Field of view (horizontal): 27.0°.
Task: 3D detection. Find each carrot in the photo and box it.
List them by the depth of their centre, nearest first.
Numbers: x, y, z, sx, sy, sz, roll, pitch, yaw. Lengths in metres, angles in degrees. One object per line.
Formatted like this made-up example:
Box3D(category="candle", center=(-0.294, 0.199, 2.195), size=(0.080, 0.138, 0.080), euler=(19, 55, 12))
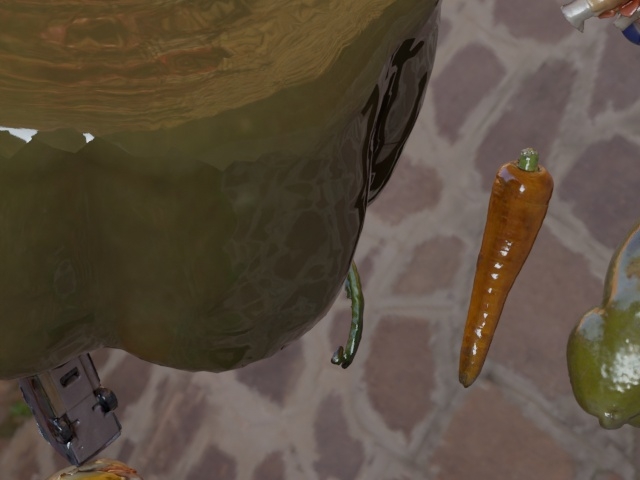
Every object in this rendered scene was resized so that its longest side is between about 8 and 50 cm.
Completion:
Box3D(category="carrot", center=(0.185, 0.029, 1.364), size=(0.061, 0.061, 0.256), euler=(33, 112, 60))

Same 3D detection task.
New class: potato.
Box3D(category="potato", center=(0.434, 0.083, 1.621), size=(0.202, 0.218, 0.351), euler=(26, 76, 46))

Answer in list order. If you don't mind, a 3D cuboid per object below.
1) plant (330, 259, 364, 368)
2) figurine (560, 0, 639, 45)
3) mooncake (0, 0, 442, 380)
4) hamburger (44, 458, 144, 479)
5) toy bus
Box3D(category="plant", center=(0.026, 0.009, 1.988), size=(0.333, 0.180, 0.251), euler=(39, 106, 35))
Box3D(category="figurine", center=(0.277, -0.202, 1.098), size=(0.102, 0.195, 0.111), euler=(-31, 69, 31))
Box3D(category="mooncake", center=(-0.156, -0.134, 0.910), size=(0.262, 0.467, 0.467), euler=(100, 175, -50))
Box3D(category="hamburger", center=(-0.351, 0.437, 2.009), size=(0.147, 0.237, 0.237), euler=(9, 71, 49))
Box3D(category="toy bus", center=(-0.394, 0.181, 1.940), size=(0.112, 0.317, 0.138), euler=(-36, 44, -29))
